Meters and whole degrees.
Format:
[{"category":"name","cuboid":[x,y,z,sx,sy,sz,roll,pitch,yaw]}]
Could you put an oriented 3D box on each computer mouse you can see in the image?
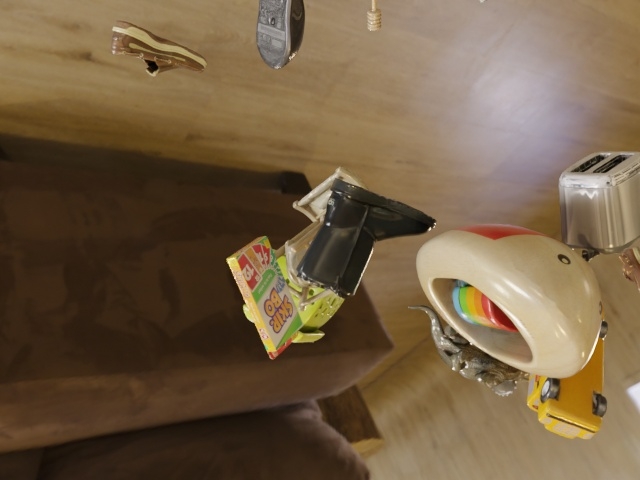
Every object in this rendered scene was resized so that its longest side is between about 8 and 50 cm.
[{"category":"computer mouse","cuboid":[-0.076,-0.521,1.481,0.072,0.189,0.272,-25,138,-40]}]

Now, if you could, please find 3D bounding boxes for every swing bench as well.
[{"category":"swing bench","cuboid":[0.000,0.000,1.544,0.254,0.165,0.253,-60,-166,-28]}]

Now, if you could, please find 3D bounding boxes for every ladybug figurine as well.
[{"category":"ladybug figurine","cuboid":[0.326,0.087,1.154,0.162,0.305,0.449,-41,-169,-11]}]

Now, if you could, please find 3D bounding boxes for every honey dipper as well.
[{"category":"honey dipper","cuboid":[0.109,-0.511,1.348,0.031,0.030,0.160,-19,134,-13]}]

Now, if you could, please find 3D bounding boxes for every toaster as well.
[{"category":"toaster","cuboid":[0.515,-0.072,1.194,0.227,0.146,0.129,-27,-158,-33]}]

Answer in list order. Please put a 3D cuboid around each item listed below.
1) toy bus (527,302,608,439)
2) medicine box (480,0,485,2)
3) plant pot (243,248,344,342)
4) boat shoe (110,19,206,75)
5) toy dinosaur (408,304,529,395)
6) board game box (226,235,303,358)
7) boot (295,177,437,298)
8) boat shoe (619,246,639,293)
[{"category":"toy bus","cuboid":[0.485,0.235,1.301,0.108,0.332,0.130,21,139,3]},{"category":"medicine box","cuboid":[0.454,-0.830,1.721,0.149,0.289,0.263,-41,-176,-24]},{"category":"plant pot","cuboid":[-0.071,0.163,1.859,0.207,0.228,0.227,-67,161,0]},{"category":"boat shoe","cuboid":[-0.408,-0.457,1.648,0.258,0.095,0.095,14,95,-41]},{"category":"toy dinosaur","cuboid":[0.313,0.247,1.398,0.160,0.314,0.120,92,22,-69]},{"category":"board game box","cuboid":[-0.119,0.131,1.506,0.039,0.259,0.124,-10,-163,35]},{"category":"boot","cuboid":[0.087,0.011,1.261,0.247,0.094,0.207,17,99,-32]},{"category":"boat shoe","cuboid":[0.862,0.089,1.806,0.060,0.178,0.064,-19,121,25]}]
